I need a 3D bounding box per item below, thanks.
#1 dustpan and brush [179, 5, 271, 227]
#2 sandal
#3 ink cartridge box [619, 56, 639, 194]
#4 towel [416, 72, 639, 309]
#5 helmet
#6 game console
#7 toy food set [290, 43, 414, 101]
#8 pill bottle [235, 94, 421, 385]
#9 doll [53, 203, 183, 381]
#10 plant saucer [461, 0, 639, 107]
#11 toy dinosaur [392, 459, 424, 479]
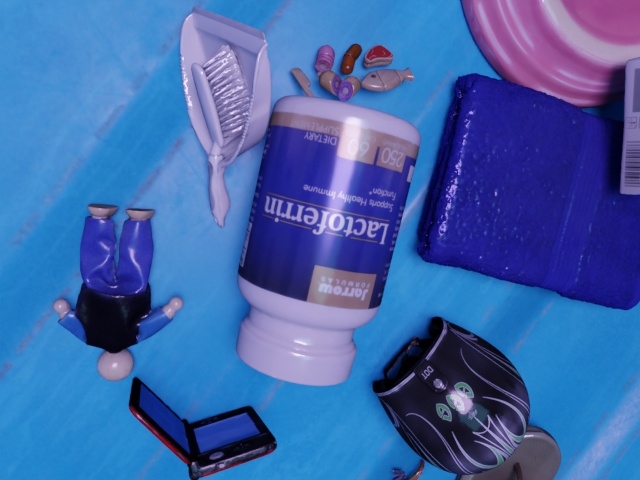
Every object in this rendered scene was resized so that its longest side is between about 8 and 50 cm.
[{"bbox_3d":[-0.100,-0.108,0.529,0.060,0.147,0.211,-28,134,-26],"label":"dustpan and brush"},{"bbox_3d":[0.210,0.375,0.685,0.303,0.086,0.120,-46,106,-2],"label":"sandal"},{"bbox_3d":[0.402,-0.138,0.603,0.179,0.045,0.145,-17,108,-40],"label":"ink cartridge box"},{"bbox_3d":[0.274,-0.052,0.640,0.308,0.076,0.228,13,91,-16],"label":"towel"},{"bbox_3d":[0.160,0.187,0.612,0.161,0.169,0.169,43,88,1],"label":"helmet"},{"bbox_3d":[-0.125,0.177,0.545,0.124,0.144,0.085,-13,91,-18],"label":"game console"},{"bbox_3d":[0.034,-0.188,0.565,0.122,0.019,0.078,-23,65,-19],"label":"toy food set"},{"bbox_3d":[0.000,0.000,0.538,0.153,0.153,0.265,11,97,-15],"label":"pill bottle"},{"bbox_3d":[-0.210,0.059,0.554,0.129,0.046,0.189,5,98,-13],"label":"doll"},{"bbox_3d":[0.324,-0.322,0.597,0.332,0.084,0.332,-2,101,-13],"label":"plant saucer"},{"bbox_3d":[0.105,0.343,0.681,0.090,0.047,0.082,-13,121,-21],"label":"toy dinosaur"}]
